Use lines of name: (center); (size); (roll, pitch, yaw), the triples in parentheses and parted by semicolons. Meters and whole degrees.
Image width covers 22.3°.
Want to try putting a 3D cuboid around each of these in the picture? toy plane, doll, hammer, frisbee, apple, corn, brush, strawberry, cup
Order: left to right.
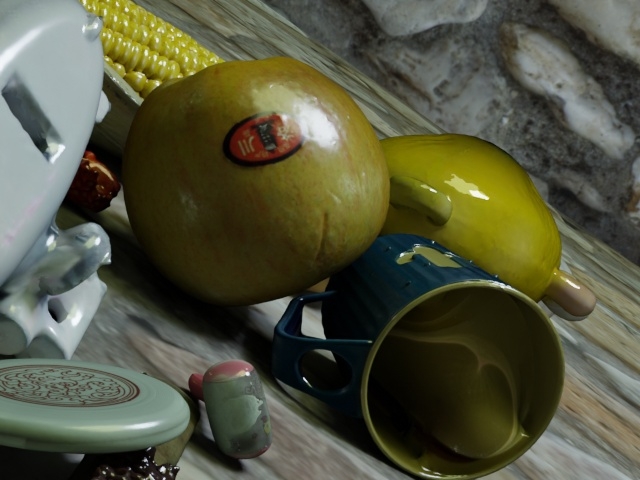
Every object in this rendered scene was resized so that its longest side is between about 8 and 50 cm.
toy plane: (-0.173, -0.049, 0.770); (0.245, 0.117, 0.244); (35, 49, -53)
strawberry: (-0.199, -0.072, 1.077); (0.152, 0.048, 0.104); (47, 3, -3)
frisbee: (-0.109, 0.067, 0.686); (0.110, 0.014, 0.110); (6, 10, -1)
corn: (-0.145, -0.111, 1.255); (0.305, 0.122, 0.123); (30, -32, -32)
brush: (-0.080, 0.096, 0.722); (0.043, 0.036, 0.248); (43, 9, -4)
hammer: (-0.053, 0.084, 0.856); (0.031, 0.052, 0.083); (-15, 12, -22)
apple: (-0.043, -0.043, 1.050); (0.182, 0.182, 0.155); (-65, 132, -79)
cup: (0.050, 0.066, 1.053); (0.176, 0.131, 0.155); (5, 14, -14)
doll: (0.102, -0.015, 1.459); (0.423, 0.161, 0.348); (24, 1, -45)

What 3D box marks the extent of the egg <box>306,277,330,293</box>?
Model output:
egg: (0.000, 0.000, 1.247); (0.080, 0.080, 0.096); (25, 8, -40)
